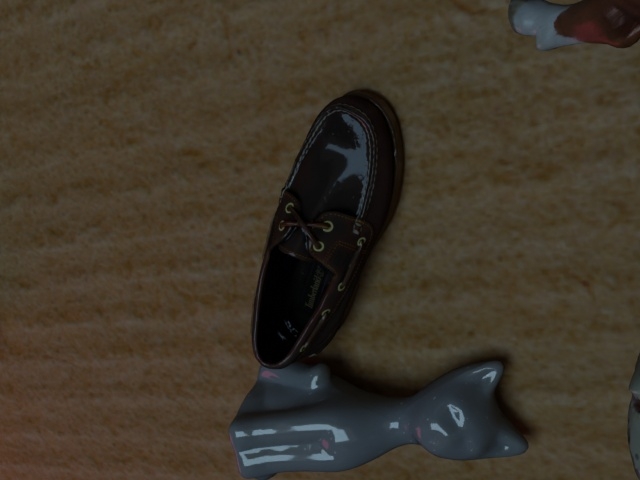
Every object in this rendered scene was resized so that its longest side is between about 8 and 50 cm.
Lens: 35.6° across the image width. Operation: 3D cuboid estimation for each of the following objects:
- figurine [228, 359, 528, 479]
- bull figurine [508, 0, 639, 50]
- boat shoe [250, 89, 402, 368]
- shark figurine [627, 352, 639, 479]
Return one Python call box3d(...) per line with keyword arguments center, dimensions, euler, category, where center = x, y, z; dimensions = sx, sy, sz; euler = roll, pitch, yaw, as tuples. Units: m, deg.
box3d(center=(0.059, 0.185, 0.728), dimensions=(0.209, 0.092, 0.215), euler=(-7, 105, 27), category="figurine")
box3d(center=(0.159, -0.231, 0.431), dimensions=(0.188, 0.101, 0.311), euler=(-9, 84, 56), category="bull figurine")
box3d(center=(0.000, 0.000, 0.684), dimensions=(0.073, 0.073, 0.207), euler=(26, 121, 24), category="boat shoe")
box3d(center=(0.272, 0.006, 0.494), dimensions=(0.116, 0.166, 0.278), euler=(38, 119, -14), category="shark figurine")
